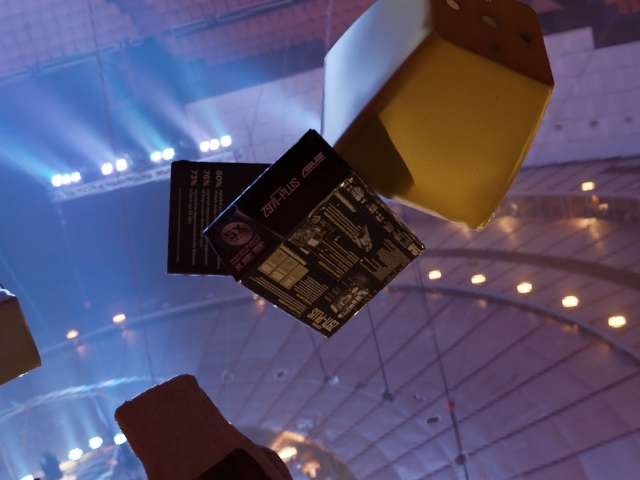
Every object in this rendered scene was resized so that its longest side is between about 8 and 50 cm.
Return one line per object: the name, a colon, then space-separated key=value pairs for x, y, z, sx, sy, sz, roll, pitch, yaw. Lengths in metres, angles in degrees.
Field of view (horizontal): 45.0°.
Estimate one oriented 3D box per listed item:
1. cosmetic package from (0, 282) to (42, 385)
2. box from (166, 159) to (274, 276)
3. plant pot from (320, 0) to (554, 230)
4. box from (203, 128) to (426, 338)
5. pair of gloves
cosmetic package: x=-0.455 y=0.137 z=0.866 sx=0.237 sy=0.107 sz=0.127 roll=-23 pitch=-156 yaw=-32
box: x=-0.097 y=-0.025 z=1.051 sx=0.206 sy=0.153 sz=0.108 roll=3 pitch=178 yaw=0
plant pot: x=0.134 y=-0.173 z=0.855 sx=0.212 sy=0.187 sz=0.212 roll=18 pitch=-133 yaw=-17
box: x=0.000 y=0.000 z=0.774 sx=0.147 sy=0.180 sz=0.077 roll=-44 pitch=-128 yaw=6
pair of gloves: x=-0.131 y=0.219 z=0.551 sx=0.240 sy=0.042 sz=0.204 roll=-35 pitch=-130 yaw=-27
